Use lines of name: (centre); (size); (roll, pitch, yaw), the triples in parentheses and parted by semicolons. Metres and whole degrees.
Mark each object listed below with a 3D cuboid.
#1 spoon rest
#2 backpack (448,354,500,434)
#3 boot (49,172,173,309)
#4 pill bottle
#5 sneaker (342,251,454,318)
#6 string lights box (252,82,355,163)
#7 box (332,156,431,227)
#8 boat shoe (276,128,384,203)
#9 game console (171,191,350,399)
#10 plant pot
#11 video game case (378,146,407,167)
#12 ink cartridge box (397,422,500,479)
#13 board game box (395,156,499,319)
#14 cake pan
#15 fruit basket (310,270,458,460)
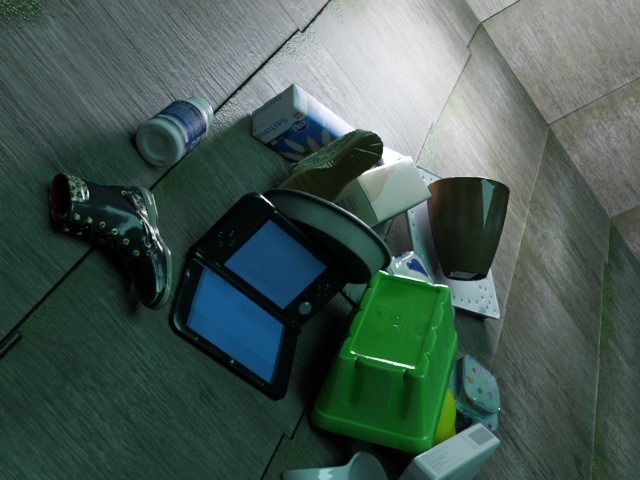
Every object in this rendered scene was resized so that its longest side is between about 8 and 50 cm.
spoon rest: (0.051, 0.458, 1.655); (0.276, 0.084, 0.137); (18, 53, -46)
backpack: (0.340, 0.370, 2.072); (0.188, 0.144, 0.166); (45, 31, -30)
boot: (-0.343, -0.001, 1.446); (0.178, 0.085, 0.236); (14, 49, -47)
pill bottle: (-0.271, -0.214, 1.691); (0.094, 0.094, 0.169); (54, 34, -13)
sneaker: (0.159, 0.086, 2.061); (0.315, 0.127, 0.182); (32, 19, -19)
string lights box: (-0.020, -0.237, 2.021); (0.259, 0.133, 0.077); (31, 43, -39)
box: (0.127, -0.098, 2.117); (0.311, 0.148, 0.121); (-25, 87, -59)
boat shoe: (0.007, -0.147, 1.939); (0.089, 0.285, 0.105); (37, -24, 57)
game console: (-0.099, 0.104, 1.638); (0.293, 0.250, 0.173); (40, 12, -31)
plant pot: (0.371, -0.019, 2.263); (0.215, 0.215, 0.230); (22, 67, -46)
video game case: (0.213, -0.178, 2.410); (0.157, 0.019, 0.143); (16, 54, -48)
ink cartridge box: (0.208, 0.502, 1.737); (0.066, 0.261, 0.296); (41, 23, 26)
board game box: (0.333, 0.006, 2.394); (0.390, 0.050, 0.390); (18, 56, -48)
cake pan: (0.000, 0.000, 1.772); (0.293, 0.293, 0.054); (40, 68, -31)
fruit basket: (0.156, 0.302, 1.827); (0.392, 0.282, 0.392); (13, 90, -79)
